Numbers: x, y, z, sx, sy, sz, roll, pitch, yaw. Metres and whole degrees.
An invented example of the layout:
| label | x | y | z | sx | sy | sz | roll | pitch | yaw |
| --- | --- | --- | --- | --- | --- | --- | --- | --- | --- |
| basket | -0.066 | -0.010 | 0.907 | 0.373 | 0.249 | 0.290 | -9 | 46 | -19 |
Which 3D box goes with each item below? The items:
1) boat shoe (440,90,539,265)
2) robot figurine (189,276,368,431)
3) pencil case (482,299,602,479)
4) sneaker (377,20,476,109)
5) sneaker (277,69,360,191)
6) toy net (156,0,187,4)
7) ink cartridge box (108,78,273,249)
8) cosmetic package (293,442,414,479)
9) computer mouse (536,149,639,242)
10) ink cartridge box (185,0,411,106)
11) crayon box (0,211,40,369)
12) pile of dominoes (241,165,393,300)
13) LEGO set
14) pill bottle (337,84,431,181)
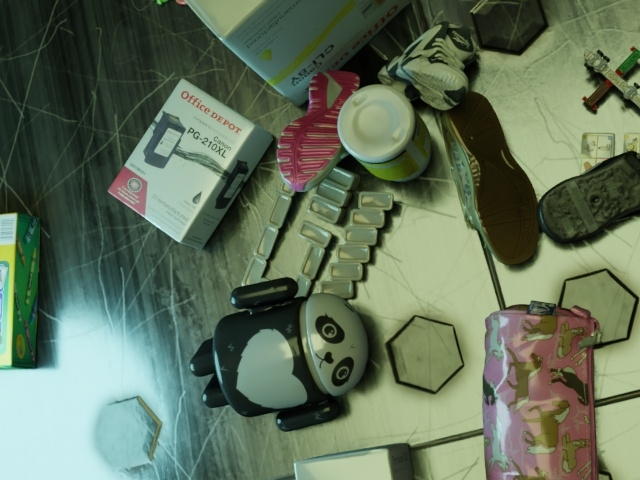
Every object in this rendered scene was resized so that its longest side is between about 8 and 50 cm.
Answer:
| label | x | y | z | sx | sy | sz | roll | pitch | yaw |
| --- | --- | --- | --- | --- | --- | --- | --- | --- | --- |
| boat shoe | 0.265 | -0.094 | 1.583 | 0.105 | 0.089 | 0.285 | -13 | 79 | -12 |
| robot figurine | -0.062 | 0.183 | 1.578 | 0.278 | 0.209 | 0.173 | -15 | 54 | 14 |
| pencil case | 0.326 | 0.284 | 1.459 | 0.160 | 0.167 | 0.385 | 3 | 81 | -16 |
| sneaker | 0.198 | -0.288 | 1.576 | 0.153 | 0.235 | 0.094 | -46 | 105 | -7 |
| sneaker | 0.008 | -0.160 | 1.612 | 0.103 | 0.111 | 0.252 | 11 | 50 | 18 |
| toy net | -0.205 | -0.493 | 1.799 | 0.232 | 0.045 | 0.122 | -1 | 81 | 16 |
| ink cartridge box | -0.221 | -0.132 | 1.716 | 0.172 | 0.100 | 0.237 | 34 | 92 | 18 |
| cosmetic package | 0.062 | 0.411 | 1.517 | 0.152 | 0.151 | 0.183 | -11 | 79 | 14 |
| computer mouse | 0.475 | -0.049 | 1.525 | 0.262 | 0.060 | 0.184 | -32 | 88 | 11 |
| ink cartridge box | -0.034 | -0.396 | 1.556 | 0.279 | 0.385 | 0.160 | -42 | 75 | 6 |
| crayon box | -0.603 | 0.094 | 1.804 | 0.166 | 0.081 | 0.278 | -3 | 80 | 16 |
| pile of dominoes | 0.000 | 0.000 | 1.676 | 0.196 | 0.040 | 0.251 | 24 | 97 | 18 |
| LEGO set | 0.500 | -0.211 | 1.553 | 0.183 | 0.060 | 0.244 | 2 | 94 | 17 |
| pill bottle | 0.108 | -0.160 | 1.566 | 0.119 | 0.208 | 0.119 | -3 | 80 | 16 |
